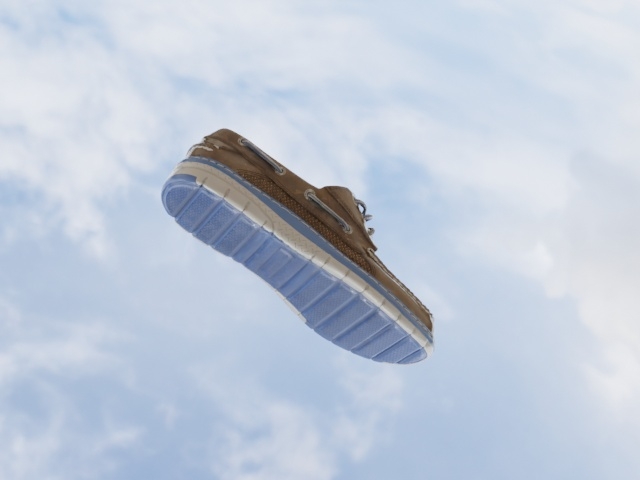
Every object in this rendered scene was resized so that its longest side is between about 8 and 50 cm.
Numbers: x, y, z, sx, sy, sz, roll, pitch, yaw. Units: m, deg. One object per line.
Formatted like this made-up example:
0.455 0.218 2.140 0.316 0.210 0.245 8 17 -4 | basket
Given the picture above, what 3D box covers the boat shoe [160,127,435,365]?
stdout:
0.000 0.000 0.639 0.183 0.066 0.066 39 -127 -14 | boat shoe
